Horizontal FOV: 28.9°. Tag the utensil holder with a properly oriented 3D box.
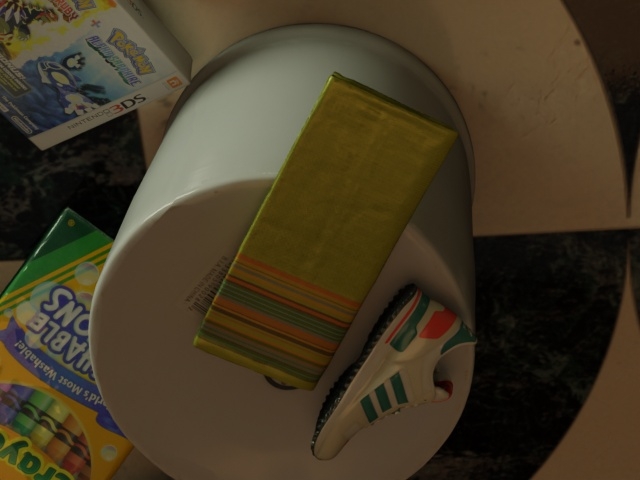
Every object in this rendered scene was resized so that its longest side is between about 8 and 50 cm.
[{"bbox_3d":[-0.016,0.012,1.124,0.328,0.385,0.327,2,115,3],"label":"utensil holder"}]

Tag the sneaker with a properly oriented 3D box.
[{"bbox_3d":[0.054,0.112,0.921,0.075,0.057,0.161,30,111,-3],"label":"sneaker"}]

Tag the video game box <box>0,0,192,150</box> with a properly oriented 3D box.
[{"bbox_3d":[-0.254,-0.189,1.183,0.187,0.048,0.205,-23,137,20],"label":"video game box"}]

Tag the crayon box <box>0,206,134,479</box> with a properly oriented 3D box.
[{"bbox_3d":[-0.278,0.153,1.302,0.203,0.083,0.323,36,85,-12],"label":"crayon box"}]

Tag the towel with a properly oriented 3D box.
[{"bbox_3d":[0.000,0.000,0.896,0.102,0.021,0.237,23,114,-12],"label":"towel"}]
